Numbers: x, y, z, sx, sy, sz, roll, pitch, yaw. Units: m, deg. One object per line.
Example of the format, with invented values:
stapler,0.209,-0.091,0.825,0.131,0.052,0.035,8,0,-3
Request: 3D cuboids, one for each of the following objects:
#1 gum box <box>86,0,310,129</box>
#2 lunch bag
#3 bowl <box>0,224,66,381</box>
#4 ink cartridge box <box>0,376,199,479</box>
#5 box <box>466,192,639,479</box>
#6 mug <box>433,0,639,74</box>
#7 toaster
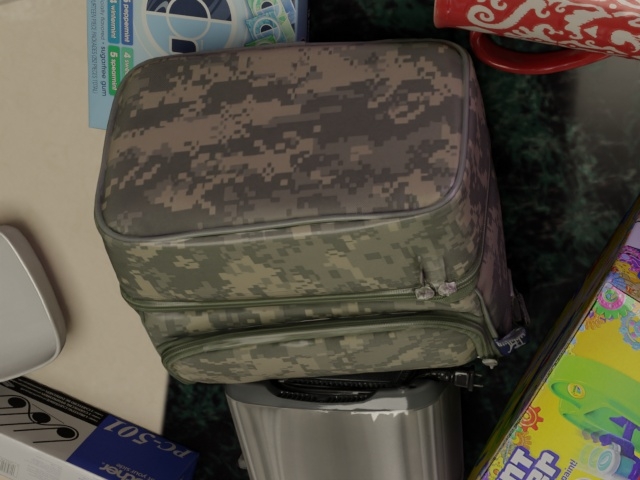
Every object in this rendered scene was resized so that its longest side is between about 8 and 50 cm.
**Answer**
gum box,-0.101,-0.159,1.618,0.184,0.041,0.157,9,114,15
lunch bag,0.000,0.000,1.537,0.305,0.212,0.256,-5,139,9
bowl,-0.300,0.054,1.775,0.142,0.053,0.142,-16,105,25
ink cartridge box,-0.224,0.190,1.780,0.207,0.097,0.046,22,117,11
box,0.243,0.130,1.480,0.177,0.279,0.290,32,119,5
mug,0.182,-0.192,1.482,0.169,0.150,0.113,13,79,10
toaster,0.034,0.160,1.658,0.227,0.129,0.146,0,116,18
